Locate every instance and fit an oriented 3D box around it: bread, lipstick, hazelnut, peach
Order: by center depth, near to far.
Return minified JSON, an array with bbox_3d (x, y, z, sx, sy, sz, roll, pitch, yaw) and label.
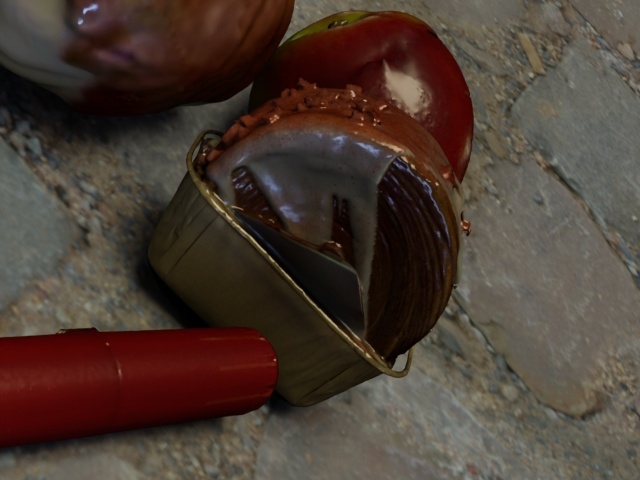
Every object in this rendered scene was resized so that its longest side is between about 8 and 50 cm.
[{"bbox_3d":[-0.147,0.092,1.093,0.279,0.073,0.073,-1,60,-46],"label":"lipstick"},{"bbox_3d":[0.000,0.000,1.204,0.224,0.212,0.142,44,25,-10],"label":"bread"},{"bbox_3d":[-0.130,-0.216,1.236,0.261,0.241,0.261,34,35,-29],"label":"hazelnut"},{"bbox_3d":[0.038,-0.084,1.356,0.197,0.197,0.197,27,42,-28],"label":"peach"}]
